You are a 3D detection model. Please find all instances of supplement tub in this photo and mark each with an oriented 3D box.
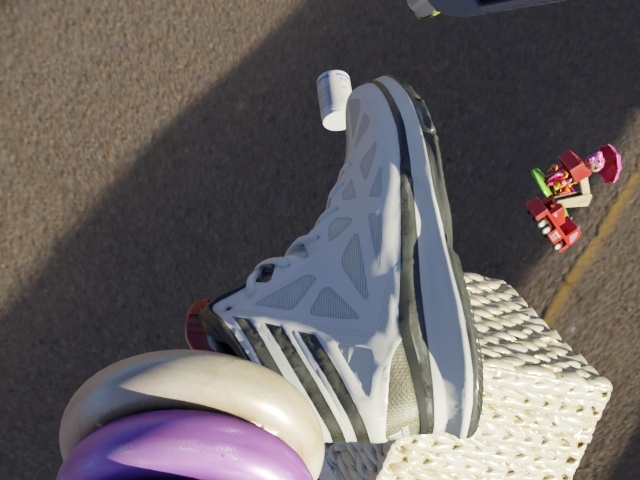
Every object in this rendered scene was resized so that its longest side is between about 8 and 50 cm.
[{"bbox_3d":[0.031,-0.285,1.718,0.070,0.071,0.107,-4,64,-4],"label":"supplement tub"}]

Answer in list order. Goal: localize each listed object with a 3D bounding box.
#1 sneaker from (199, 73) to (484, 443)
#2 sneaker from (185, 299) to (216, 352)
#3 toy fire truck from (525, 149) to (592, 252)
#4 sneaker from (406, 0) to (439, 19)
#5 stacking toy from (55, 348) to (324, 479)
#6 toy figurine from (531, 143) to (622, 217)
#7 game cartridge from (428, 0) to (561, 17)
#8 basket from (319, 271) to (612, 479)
[{"bbox_3d":[0.000,0.000,0.871,0.257,0.169,0.448,-6,50,0],"label":"sneaker"},{"bbox_3d":[-0.176,0.205,1.311,0.087,0.128,0.221,7,40,-17],"label":"sneaker"},{"bbox_3d":[0.464,-0.070,1.602,0.135,0.192,0.047,-37,43,11],"label":"toy fire truck"},{"bbox_3d":[0.185,-0.400,1.073,0.147,0.384,0.145,47,70,-14],"label":"sneaker"},{"bbox_3d":[-0.070,0.208,0.341,0.141,0.141,0.330,3,41,-1],"label":"stacking toy"},{"bbox_3d":[0.530,-0.140,1.719,0.159,0.173,0.130,-33,60,20],"label":"toy figurine"},{"bbox_3d":[0.213,-0.239,0.566,0.198,0.297,0.062,-41,112,-14],"label":"game cartridge"},{"bbox_3d":[0.164,0.211,1.179,0.331,0.267,0.328,14,20,-27],"label":"basket"}]
